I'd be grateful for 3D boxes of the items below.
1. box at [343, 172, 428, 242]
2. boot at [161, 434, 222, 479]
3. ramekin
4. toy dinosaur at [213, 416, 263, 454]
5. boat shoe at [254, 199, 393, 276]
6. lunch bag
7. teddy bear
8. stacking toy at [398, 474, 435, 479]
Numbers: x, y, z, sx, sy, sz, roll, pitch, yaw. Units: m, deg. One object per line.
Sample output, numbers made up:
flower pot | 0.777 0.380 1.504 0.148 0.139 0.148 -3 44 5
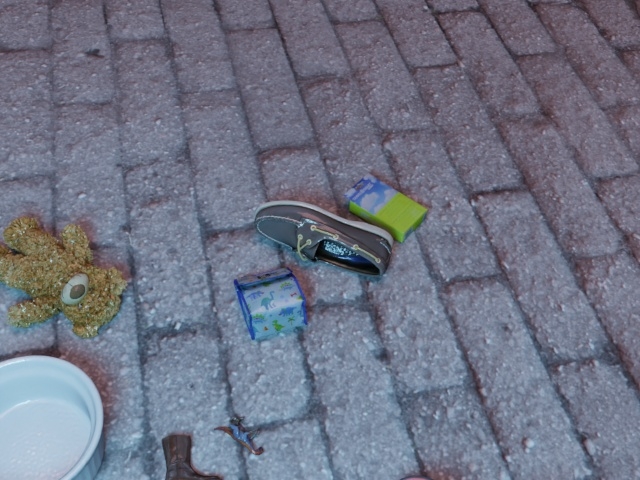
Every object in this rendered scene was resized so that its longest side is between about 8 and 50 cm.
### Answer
box | 0.154 -0.080 1.858 0.178 0.042 0.109 33 55 21
boot | -0.239 0.405 1.435 0.106 0.037 0.114 -3 47 -10
ramekin | -0.520 0.358 1.382 0.277 0.135 0.277 2 51 -3
toy dinosaur | -0.145 0.378 1.475 0.090 0.047 0.082 -30 63 13
boat shoe | 0.000 0.000 1.737 0.324 0.116 0.096 16 48 1
lunch bag | -0.108 0.119 1.646 0.129 0.096 0.151 -13 39 -12
teddy bear | -0.575 0.066 1.632 0.245 0.113 0.338 -32 60 -25
stacking toy | 0.232 0.562 1.335 0.309 0.130 0.279 14 77 10
